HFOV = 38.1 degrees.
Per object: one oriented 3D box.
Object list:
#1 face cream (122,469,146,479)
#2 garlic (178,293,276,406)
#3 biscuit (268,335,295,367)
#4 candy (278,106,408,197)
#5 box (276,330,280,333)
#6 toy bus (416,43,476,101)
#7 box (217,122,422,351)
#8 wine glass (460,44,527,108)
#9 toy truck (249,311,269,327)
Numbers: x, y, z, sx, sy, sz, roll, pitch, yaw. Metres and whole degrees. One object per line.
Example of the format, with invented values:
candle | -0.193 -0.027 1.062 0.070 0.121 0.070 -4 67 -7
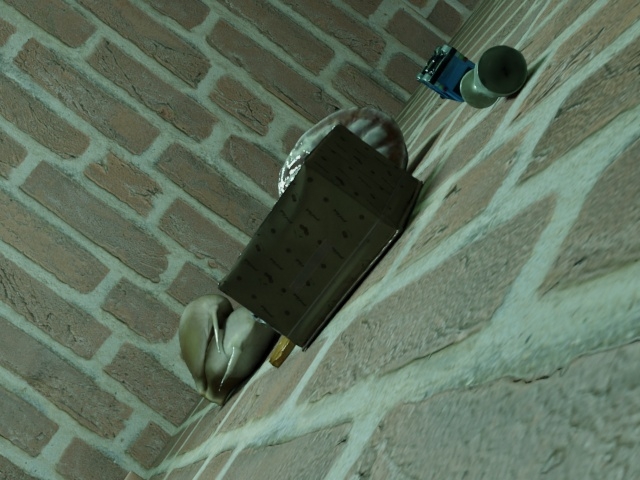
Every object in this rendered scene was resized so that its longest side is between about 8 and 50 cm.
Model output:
face cream | -0.408 0.581 1.975 0.149 0.104 0.149 -53 3 4
garlic | -0.244 0.234 2.219 0.246 0.231 0.340 -52 -3 -17
biscuit | -0.066 0.198 1.793 0.118 0.023 0.140 -52 4 26
candy | 0.050 -0.149 1.946 0.289 0.214 0.157 -37 -10 7
box | -0.075 0.177 2.001 0.055 0.040 0.218 -55 3 -4
toy bus | 0.271 -0.350 1.958 0.090 0.106 0.184 -57 8 8
box | 0.001 -0.011 1.565 0.297 0.190 0.225 -52 2 28
wine glass | 0.252 -0.236 1.358 0.073 0.073 0.155 -54 0 0
toy truck | -0.115 0.142 2.019 0.052 0.063 0.123 -56 4 -27
